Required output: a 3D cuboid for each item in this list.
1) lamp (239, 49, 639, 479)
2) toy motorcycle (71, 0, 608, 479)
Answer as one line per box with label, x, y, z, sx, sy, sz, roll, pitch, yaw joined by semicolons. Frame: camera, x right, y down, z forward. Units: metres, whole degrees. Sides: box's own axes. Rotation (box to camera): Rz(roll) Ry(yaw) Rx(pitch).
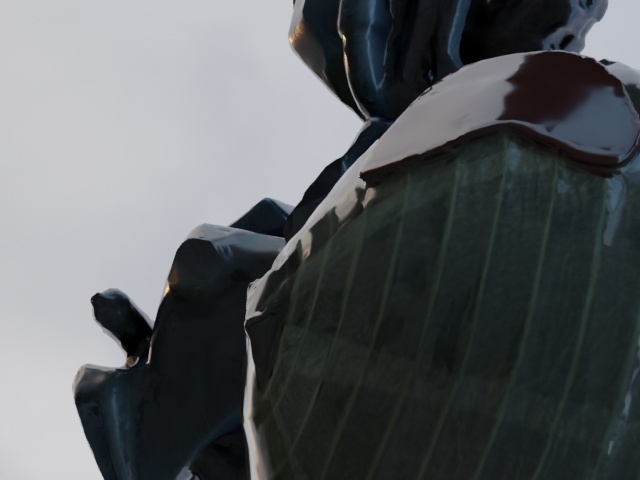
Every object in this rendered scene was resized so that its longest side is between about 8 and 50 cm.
lamp;0.080;0.057;0.685;0.233;0.233;0.265;51;-47;24
toy motorcycle;0.000;0.000;0.914;0.232;0.172;0.416;12;-92;35
